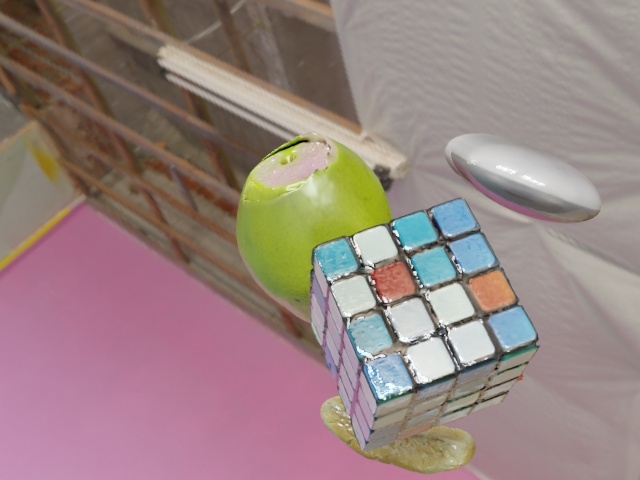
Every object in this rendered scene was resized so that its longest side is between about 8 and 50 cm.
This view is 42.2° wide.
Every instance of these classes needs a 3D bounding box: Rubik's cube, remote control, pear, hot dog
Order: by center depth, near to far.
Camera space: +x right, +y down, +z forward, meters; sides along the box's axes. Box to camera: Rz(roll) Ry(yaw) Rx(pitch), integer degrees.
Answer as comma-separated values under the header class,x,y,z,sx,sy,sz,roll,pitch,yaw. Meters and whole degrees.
class,x,y,z,sx,sy,sz,roll,pitch,yaw
Rubik's cube,0.084,0.080,0.752,0.155,0.151,0.154,95,-26,-60
pear,0.000,0.000,0.936,0.187,0.187,0.220,23,-33,46
hot dog,0.110,0.297,1.241,0.242,0.073,0.084,12,1,25
remote control,0.315,-0.103,1.318,0.221,0.104,0.332,17,11,-8

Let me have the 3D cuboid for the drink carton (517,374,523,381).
class,x,y,z,sx,sy,sz,roll,pitch,yaw
drink carton,0.141,0.177,1.092,0.071,0.222,0.096,13,54,-59
